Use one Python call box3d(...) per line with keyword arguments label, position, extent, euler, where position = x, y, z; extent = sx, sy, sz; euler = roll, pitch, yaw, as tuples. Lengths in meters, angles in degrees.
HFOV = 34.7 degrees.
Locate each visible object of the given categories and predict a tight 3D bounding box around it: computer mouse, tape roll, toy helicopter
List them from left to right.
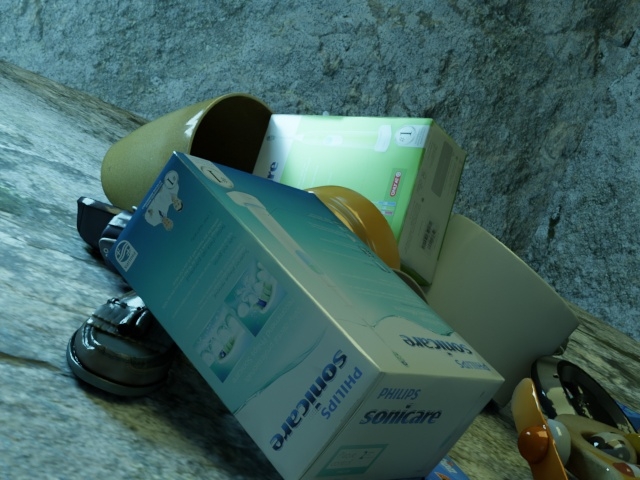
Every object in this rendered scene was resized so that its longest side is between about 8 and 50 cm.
box3d(label="computer mouse", position=(-0.237, 0.001, 1.367), extent=(0.184, 0.060, 0.262), euler=(20, -4, -8))
box3d(label="tape roll", position=(0.230, 0.102, 1.494), extent=(0.246, 0.169, 0.246), euler=(42, 0, 0))
box3d(label="toy helicopter", position=(0.313, 0.255, 1.086), extent=(0.235, 0.140, 0.355), euler=(23, 10, 4))

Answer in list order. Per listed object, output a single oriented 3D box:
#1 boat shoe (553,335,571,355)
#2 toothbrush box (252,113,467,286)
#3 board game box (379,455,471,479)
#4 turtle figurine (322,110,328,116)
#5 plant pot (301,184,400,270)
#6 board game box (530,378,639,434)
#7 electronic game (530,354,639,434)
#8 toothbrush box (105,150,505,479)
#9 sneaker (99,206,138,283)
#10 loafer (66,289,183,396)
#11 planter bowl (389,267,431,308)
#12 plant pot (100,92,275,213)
box3d(label="boat shoe", position=(0.355, 0.169, 1.996), extent=(0.305, 0.091, 0.109), euler=(25, -30, -19))
box3d(label="toothbrush box", position=(0.039, -0.063, 1.463), extent=(0.283, 0.206, 0.122), euler=(6, -17, 35))
box3d(label="board game box", position=(0.089, 0.226, 0.950), extent=(0.145, 0.027, 0.281), euler=(20, 9, -25))
box3d(label="turtle figurine", position=(0.000, -0.051, 1.683), extent=(0.275, 0.197, 0.266), euler=(-17, 55, -22))
box3d(label="plant pot", position=(-0.034, 0.041, 1.293), extent=(0.205, 0.205, 0.188), euler=(29, 24, 29))
box3d(label="board game box", position=(0.420, 0.267, 1.680), extent=(0.160, 0.047, 0.210), euler=(31, 10, 40))
box3d(label="electronic game", position=(0.364, 0.249, 1.370), extent=(0.229, 0.048, 0.229), euler=(38, 23, -19))
box3d(label="toothbrush box", position=(-0.014, 0.069, 0.914), extent=(0.295, 0.126, 0.216), euler=(44, 17, 31))
box3d(label="sneaker", position=(-0.177, -0.010, 1.160), extent=(0.163, 0.226, 0.086), euler=(29, 51, 17))
box3d(label="loafer", position=(-0.166, 0.073, 0.968), extent=(0.096, 0.084, 0.267), euler=(25, 7, 1))
box3d(label="planter bowl", position=(0.039, 0.114, 1.166), extent=(0.162, 0.162, 0.109), euler=(19, -17, -41))
box3d(label="plant pot", position=(-0.211, -0.103, 1.583), extent=(0.254, 0.237, 0.237), euler=(3, -8, 38))
